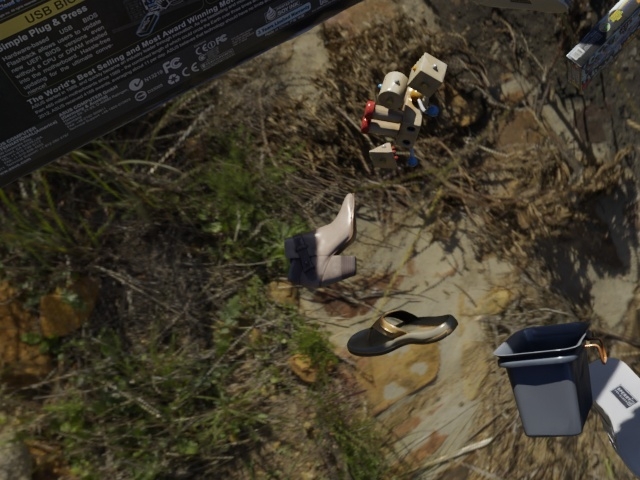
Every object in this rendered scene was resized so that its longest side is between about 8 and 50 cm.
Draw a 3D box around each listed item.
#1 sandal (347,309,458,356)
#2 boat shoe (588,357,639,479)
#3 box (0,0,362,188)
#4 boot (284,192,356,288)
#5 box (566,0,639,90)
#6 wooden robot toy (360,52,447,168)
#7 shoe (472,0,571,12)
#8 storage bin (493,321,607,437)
[{"bbox_3d":[0.116,0.128,0.997,0.180,0.072,0.049,-18,107,35],"label":"sandal"},{"bbox_3d":[0.422,0.254,0.880,0.096,0.267,0.088,-33,106,5],"label":"boat shoe"},{"bbox_3d":[-0.161,-0.176,0.300,0.395,0.318,0.097,-30,61,-8],"label":"box"},{"bbox_3d":[0.000,0.000,0.810,0.087,0.042,0.118,-2,67,10],"label":"boot"},{"bbox_3d":[0.383,-0.269,0.882,0.137,0.094,0.027,-47,70,10],"label":"box"},{"bbox_3d":[0.093,-0.156,0.756,0.076,0.173,0.079,18,60,2],"label":"wooden robot toy"},{"bbox_3d":[0.281,-0.382,0.963,0.178,0.063,0.081,20,91,29],"label":"shoe"},{"bbox_3d":[0.248,0.143,0.699,0.098,0.135,0.091,-12,90,28],"label":"storage bin"}]
